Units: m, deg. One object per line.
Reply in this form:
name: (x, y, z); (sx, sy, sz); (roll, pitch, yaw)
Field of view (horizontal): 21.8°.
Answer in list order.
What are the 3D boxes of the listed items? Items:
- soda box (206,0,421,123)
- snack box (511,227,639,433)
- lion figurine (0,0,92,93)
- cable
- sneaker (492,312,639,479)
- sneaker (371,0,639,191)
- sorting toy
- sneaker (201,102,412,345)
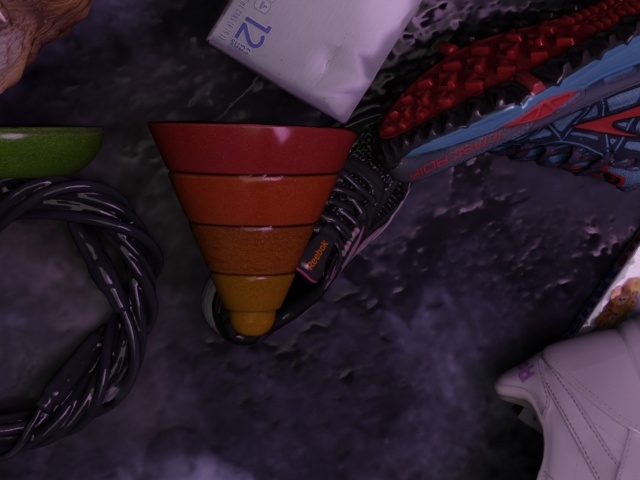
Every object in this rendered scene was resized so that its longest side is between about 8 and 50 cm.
soda box: (0.046, -0.214, 0.970); (0.098, 0.091, 0.286); (30, 97, -9)
snack box: (0.200, 0.056, 1.073); (0.064, 0.022, 0.178); (33, 96, -11)
lion figurine: (-0.176, -0.266, 0.933); (0.240, 0.142, 0.392); (-2, 87, 4)
cable: (-0.178, 0.048, 1.030); (0.150, 0.047, 0.184); (10, 97, -12)
sneaker: (0.190, 0.202, 1.008); (0.152, 0.114, 0.305); (-15, 72, 5)
sneaker: (0.160, -0.074, 0.995); (0.261, 0.104, 0.125); (-22, 117, -9)
sorting toy: (-0.162, -0.007, 0.949); (0.365, 0.127, 0.126); (0, 95, -2)
sneaker: (0.000, 0.000, 1.016); (0.072, 0.077, 0.178); (35, 95, -12)
